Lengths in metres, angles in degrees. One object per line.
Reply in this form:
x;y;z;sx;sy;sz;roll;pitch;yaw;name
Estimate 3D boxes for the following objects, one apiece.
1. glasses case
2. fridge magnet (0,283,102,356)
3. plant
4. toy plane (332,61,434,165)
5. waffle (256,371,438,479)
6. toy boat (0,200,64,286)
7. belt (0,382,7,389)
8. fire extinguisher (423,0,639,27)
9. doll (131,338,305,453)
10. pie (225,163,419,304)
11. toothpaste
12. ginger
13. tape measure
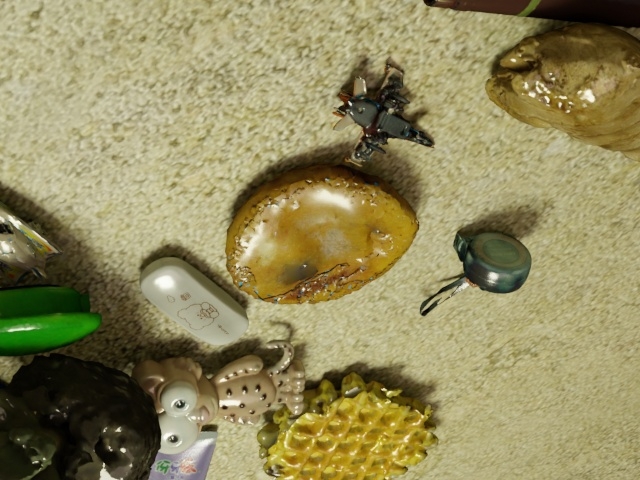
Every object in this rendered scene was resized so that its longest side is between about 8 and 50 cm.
-0.178;0.088;1.583;0.074;0.049;0.193;-33;131;16;glasses case
-0.394;0.108;1.471;0.208;0.088;0.208;-7;174;-1;fridge magnet
-0.345;0.266;1.461;0.213;0.215;0.312;-52;166;-1;plant
0.095;-0.147;1.432;0.188;0.062;0.135;22;97;-35;toy plane
0.045;0.327;1.860;0.329;0.062;0.329;-7;134;-7;waffle
-0.418;-0.022;1.402;0.084;0.066;0.210;-32;132;13;toy boat
-0.510;0.335;1.677;0.212;0.117;0.347;-22;132;5;belt
0.295;-0.308;1.291;0.341;0.141;0.105;2;94;-13;fire extinguisher
-0.158;0.231;1.682;0.278;0.119;0.154;-12;121;-13;doll
0.001;-0.001;1.536;0.273;0.069;0.273;-7;134;-7;pie
-0.260;0.454;1.900;0.125;0.080;0.371;3;124;-14;toothpaste
0.341;-0.156;1.406;0.236;0.166;0.375;-15;148;19;ginger
0.233;0.072;1.643;0.104;0.107;0.180;10;126;-28;tape measure
